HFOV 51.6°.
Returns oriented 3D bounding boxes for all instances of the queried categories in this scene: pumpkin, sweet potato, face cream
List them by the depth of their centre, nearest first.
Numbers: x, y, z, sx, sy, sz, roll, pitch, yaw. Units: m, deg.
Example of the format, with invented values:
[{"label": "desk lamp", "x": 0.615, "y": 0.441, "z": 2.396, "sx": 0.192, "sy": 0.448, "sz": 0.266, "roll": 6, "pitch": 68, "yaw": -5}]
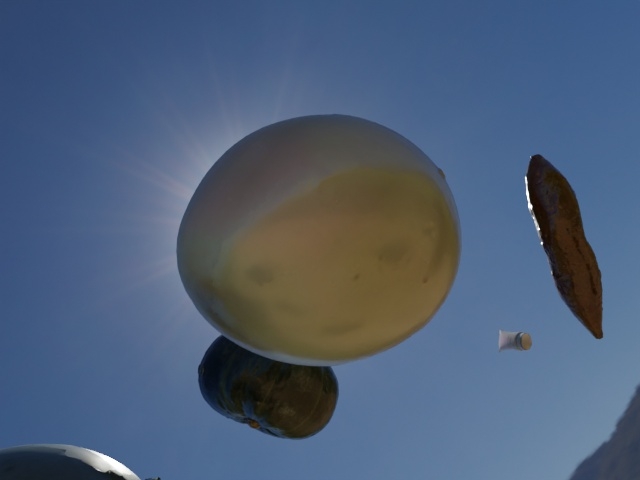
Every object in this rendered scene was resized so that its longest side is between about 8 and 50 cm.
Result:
[{"label": "sweet potato", "x": 0.273, "y": 0.008, "z": 0.735, "sx": 0.051, "sy": 0.219, "sz": 0.065, "roll": -18, "pitch": -2, "yaw": 29}, {"label": "face cream", "x": 0.299, "y": 0.157, "z": 1.032, "sx": 0.020, "sy": 0.038, "sz": 0.115, "roll": 3, "pitch": -8, "yaw": -4}, {"label": "pumpkin", "x": -0.108, "y": 0.296, "z": 1.402, "sx": 0.300, "sy": 0.300, "sz": 0.207, "roll": 47, "pitch": -119, "yaw": -55}]

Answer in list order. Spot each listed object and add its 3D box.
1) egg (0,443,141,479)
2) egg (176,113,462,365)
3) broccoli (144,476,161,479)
[{"label": "egg", "x": -0.146, "y": 0.202, "z": 0.269, "sx": 0.169, "sy": 0.169, "sz": 0.237, "roll": 61, "pitch": -139, "yaw": -53}, {"label": "egg", "x": 0.000, "y": 0.000, "z": 0.741, "sx": 0.345, "sy": 0.283, "sz": 0.283, "roll": -12, "pitch": -47, "yaw": -53}, {"label": "broccoli", "x": -0.308, "y": 0.464, "z": 0.941, "sx": 0.375, "sy": 0.249, "sz": 0.302, "roll": 13, "pitch": -20, "yaw": -16}]
